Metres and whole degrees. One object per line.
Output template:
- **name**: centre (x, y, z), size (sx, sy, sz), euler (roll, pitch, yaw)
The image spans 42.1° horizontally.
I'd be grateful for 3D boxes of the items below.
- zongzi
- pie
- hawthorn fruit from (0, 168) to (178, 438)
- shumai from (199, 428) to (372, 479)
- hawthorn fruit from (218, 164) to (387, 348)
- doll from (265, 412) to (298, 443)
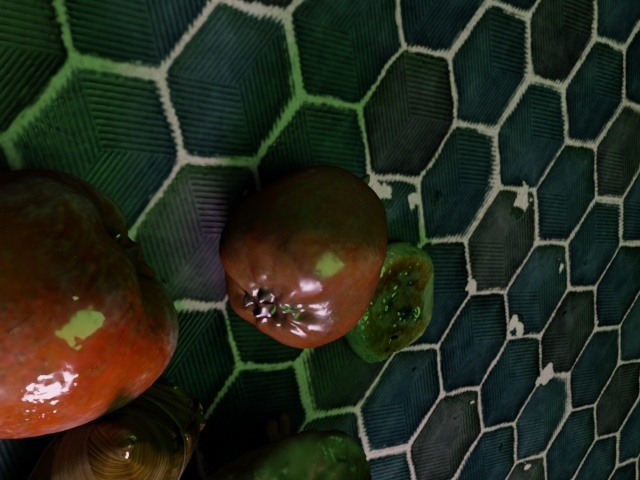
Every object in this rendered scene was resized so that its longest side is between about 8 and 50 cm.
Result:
- **zongzi**: centre (-0.229, 0.265, 0.798), size (0.134, 0.288, 0.286), euler (32, 85, -5)
- **pie**: centre (0.102, 0.090, 1.186), size (0.186, 0.041, 0.187), euler (-18, 117, -38)
- **hawthorn fruit**: centre (-0.246, 0.070, 0.725), size (0.231, 0.235, 0.263), euler (30, 79, -36)
- **shumai**: centre (-0.036, 0.448, 0.964), size (0.397, 0.323, 0.324), euler (-42, 150, -6)
- **hawthorn fruit**: centre (0.000, 0.000, 0.973), size (0.251, 0.199, 0.199), euler (-47, 133, -36)
- **doll**: centre (-0.056, 0.285, 1.131), size (0.061, 0.051, 0.093), euler (-20, 90, -35)
